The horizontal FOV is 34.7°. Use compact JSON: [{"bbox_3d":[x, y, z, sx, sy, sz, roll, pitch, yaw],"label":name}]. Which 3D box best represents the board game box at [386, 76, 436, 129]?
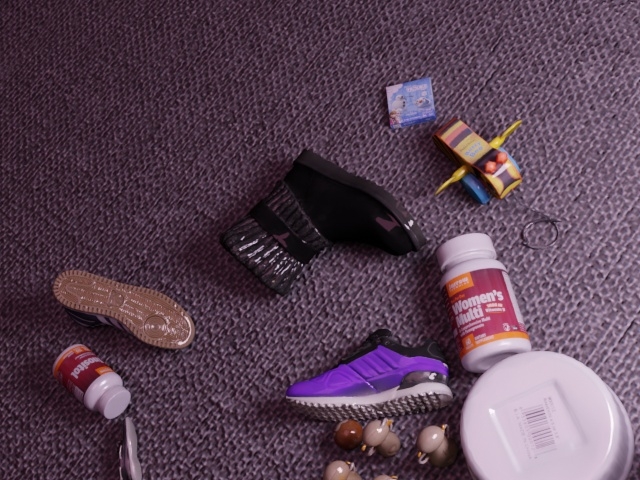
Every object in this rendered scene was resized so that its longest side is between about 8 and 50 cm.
[{"bbox_3d":[0.178,-0.271,2.020,0.090,0.020,0.090,-12,63,15],"label":"board game box"}]

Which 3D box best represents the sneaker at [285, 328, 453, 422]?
[{"bbox_3d":[0.083,0.232,1.804,0.294,0.102,0.146,-7,62,12],"label":"sneaker"}]

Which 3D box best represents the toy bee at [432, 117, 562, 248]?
[{"bbox_3d":[0.310,-0.139,1.838,0.298,0.162,0.195,25,77,27],"label":"toy bee"}]

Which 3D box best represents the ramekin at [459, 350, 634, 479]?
[{"bbox_3d":[0.355,0.311,1.644,0.277,0.135,0.277,-8,66,17],"label":"ramekin"}]

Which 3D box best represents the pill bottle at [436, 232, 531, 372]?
[{"bbox_3d":[0.275,0.106,1.768,0.121,0.121,0.221,-19,63,11],"label":"pill bottle"}]

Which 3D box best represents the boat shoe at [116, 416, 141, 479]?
[{"bbox_3d":[-0.363,0.394,1.920,0.038,0.046,0.125,-15,72,8],"label":"boat shoe"}]

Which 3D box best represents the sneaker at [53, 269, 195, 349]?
[{"bbox_3d":[-0.383,0.143,2.014,0.282,0.153,0.099,22,72,-5],"label":"sneaker"}]

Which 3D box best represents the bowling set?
[{"bbox_3d":[0.069,0.377,1.707,0.200,0.154,0.287,37,84,28],"label":"bowling set"}]

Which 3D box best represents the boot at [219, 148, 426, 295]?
[{"bbox_3d":[0.001,0.002,1.901,0.348,0.131,0.260,31,74,39],"label":"boot"}]

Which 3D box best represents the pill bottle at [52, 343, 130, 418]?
[{"bbox_3d":[-0.438,0.273,1.973,0.152,0.086,0.086,34,82,28],"label":"pill bottle"}]
